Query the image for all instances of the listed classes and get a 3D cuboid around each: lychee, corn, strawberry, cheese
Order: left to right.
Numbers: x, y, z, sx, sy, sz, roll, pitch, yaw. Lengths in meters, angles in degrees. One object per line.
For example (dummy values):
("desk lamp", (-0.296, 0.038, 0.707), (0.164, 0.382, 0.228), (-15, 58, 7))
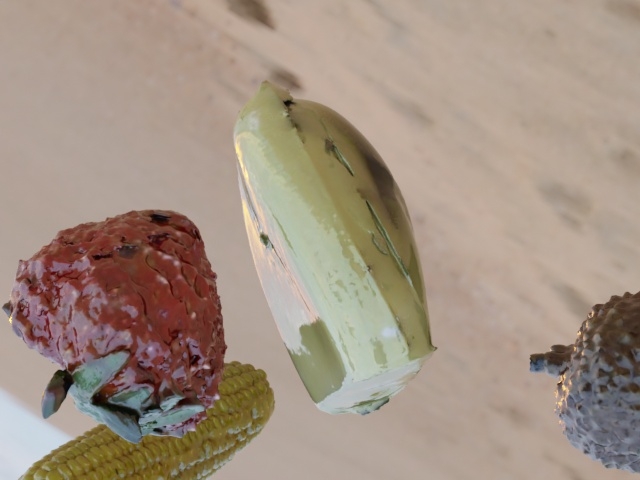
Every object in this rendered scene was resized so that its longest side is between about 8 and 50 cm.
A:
("strawberry", (-0.100, 0.040, 1.129), (0.140, 0.085, 0.192), (56, -152, 11))
("corn", (-0.188, 0.234, 2.143), (0.120, 0.363, 0.120), (24, 128, 35))
("cheese", (0.000, 0.000, 1.822), (0.259, 0.128, 0.316), (135, 118, -68))
("lychee", (0.336, 0.146, 2.070), (0.238, 0.200, 0.200), (13, 162, 11))
